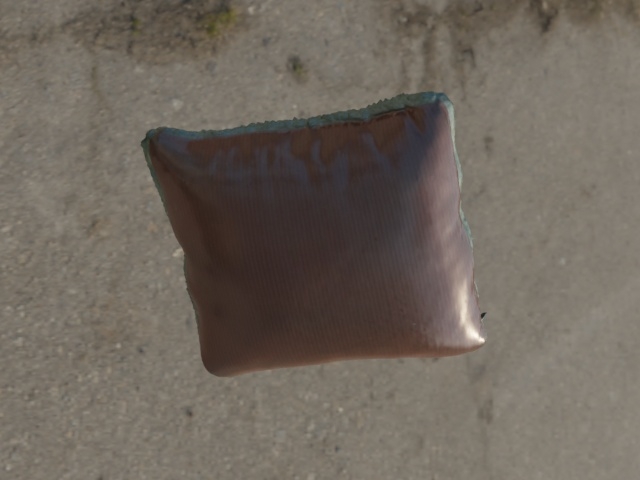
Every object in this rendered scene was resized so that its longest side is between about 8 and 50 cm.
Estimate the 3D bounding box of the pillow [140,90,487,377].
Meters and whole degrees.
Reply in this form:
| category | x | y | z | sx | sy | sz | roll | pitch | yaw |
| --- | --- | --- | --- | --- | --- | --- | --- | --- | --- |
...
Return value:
| category | x | y | z | sx | sy | sz | roll | pitch | yaw |
| --- | --- | --- | --- | --- | --- | --- | --- | --- | --- |
| pillow | 0.000 | 0.000 | 0.584 | 0.075 | 0.179 | 0.171 | -75 | 155 | -62 |
